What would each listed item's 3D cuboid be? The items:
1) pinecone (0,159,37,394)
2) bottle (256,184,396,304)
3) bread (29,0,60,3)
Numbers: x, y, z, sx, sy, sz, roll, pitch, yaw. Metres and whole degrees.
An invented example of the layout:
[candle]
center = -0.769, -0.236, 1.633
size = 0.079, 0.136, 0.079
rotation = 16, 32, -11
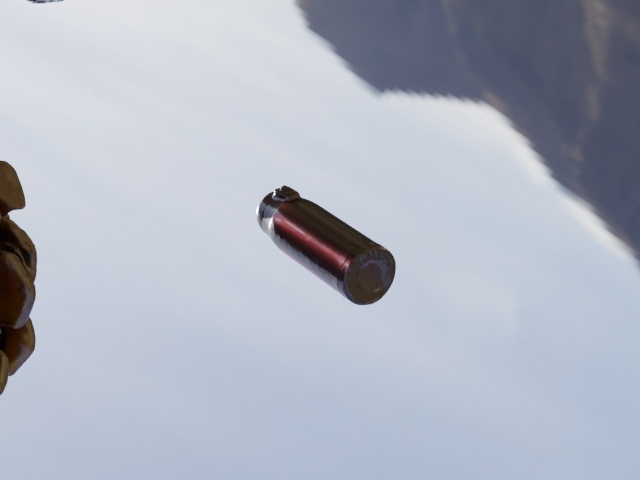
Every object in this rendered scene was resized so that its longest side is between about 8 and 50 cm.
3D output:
[pinecone]
center = -0.444, 0.042, 1.819
size = 0.384, 0.384, 0.384
rotation = 32, -168, -8
[bottle]
center = 0.000, 0.000, 1.762
size = 0.060, 0.060, 0.164
rotation = 24, -174, -40
[bread]
center = -0.086, -0.204, 1.186
size = 0.033, 0.228, 0.228
rotation = 59, -168, -3
